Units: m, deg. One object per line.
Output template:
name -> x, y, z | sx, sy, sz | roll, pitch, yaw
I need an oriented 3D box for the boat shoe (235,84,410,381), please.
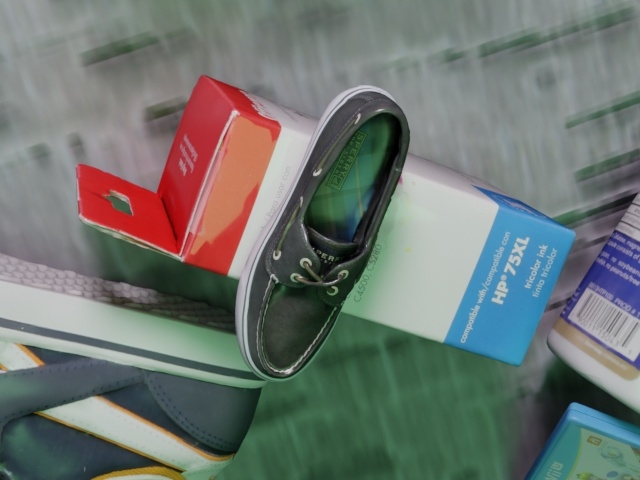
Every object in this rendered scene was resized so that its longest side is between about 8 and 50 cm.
boat shoe -> 0.000, 0.000, 0.482 | 0.049, 0.040, 0.142 | 18, 100, -17

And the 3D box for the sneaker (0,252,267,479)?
sneaker -> -0.183, 0.064, 0.554 | 0.321, 0.126, 0.127 | 19, 94, -19

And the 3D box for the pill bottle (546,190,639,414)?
pill bottle -> 0.228, 0.014, 0.645 | 0.112, 0.112, 0.187 | 30, 96, -19

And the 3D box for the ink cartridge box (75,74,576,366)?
ink cartridge box -> -0.004, -0.021, 0.569 | 0.231, 0.134, 0.078 | 19, 100, -18

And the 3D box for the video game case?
video game case -> 0.212, 0.162, 0.663 | 0.166, 0.015, 0.119 | 21, 141, 7
